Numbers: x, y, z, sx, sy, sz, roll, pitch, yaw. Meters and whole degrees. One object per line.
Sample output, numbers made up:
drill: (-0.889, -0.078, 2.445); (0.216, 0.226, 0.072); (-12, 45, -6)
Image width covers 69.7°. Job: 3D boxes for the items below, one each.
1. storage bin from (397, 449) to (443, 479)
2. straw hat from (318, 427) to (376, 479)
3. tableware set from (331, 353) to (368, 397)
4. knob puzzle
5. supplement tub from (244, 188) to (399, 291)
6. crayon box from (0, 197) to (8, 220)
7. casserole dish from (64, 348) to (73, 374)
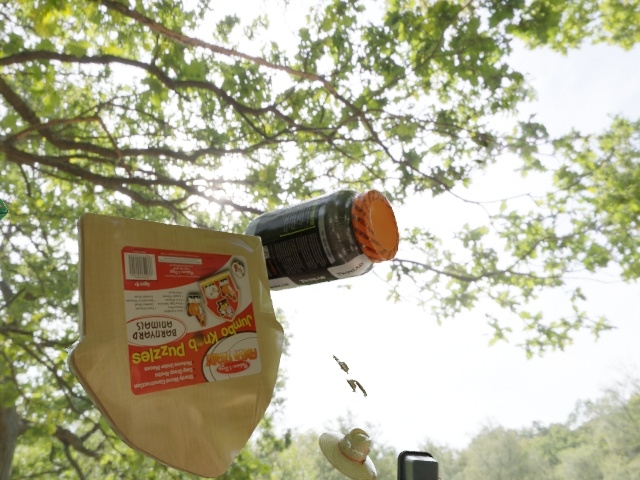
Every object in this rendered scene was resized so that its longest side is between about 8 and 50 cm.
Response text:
storage bin: (0.221, 0.526, 0.983); (0.099, 0.135, 0.091); (5, -22, -1)
straw hat: (0.071, 0.415, 0.929); (0.145, 0.144, 0.061); (26, -80, -42)
tableware set: (0.088, 0.428, 1.452); (0.020, 0.168, 0.141); (-35, -4, -15)
knob puzzle: (-0.103, 0.084, 0.364); (0.030, 0.212, 0.213); (-21, -34, 34)
supplement tub: (0.000, 0.000, 1.092); (0.338, 0.206, 0.207); (-14, -31, 34)
crayon box: (-0.718, -0.117, 0.842); (0.165, 0.278, 0.081); (-34, -3, 22)
casserole dish: (-0.451, 0.279, 0.966); (0.189, 0.036, 0.114); (33, -16, -28)
